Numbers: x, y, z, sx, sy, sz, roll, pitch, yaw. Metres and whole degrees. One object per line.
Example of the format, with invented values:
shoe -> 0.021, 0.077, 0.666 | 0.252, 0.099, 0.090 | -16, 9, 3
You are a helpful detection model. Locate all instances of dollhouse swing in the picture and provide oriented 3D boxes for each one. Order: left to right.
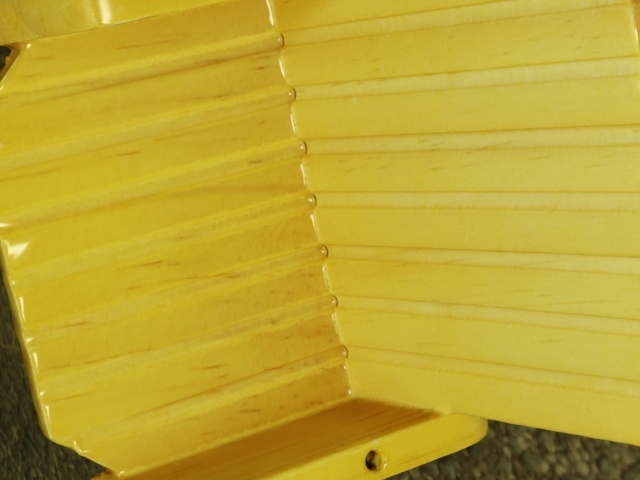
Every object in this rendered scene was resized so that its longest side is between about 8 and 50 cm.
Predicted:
dollhouse swing -> 0.000, 0.000, 0.814 | 0.305, 0.315, 0.347 | 14, 118, 63
